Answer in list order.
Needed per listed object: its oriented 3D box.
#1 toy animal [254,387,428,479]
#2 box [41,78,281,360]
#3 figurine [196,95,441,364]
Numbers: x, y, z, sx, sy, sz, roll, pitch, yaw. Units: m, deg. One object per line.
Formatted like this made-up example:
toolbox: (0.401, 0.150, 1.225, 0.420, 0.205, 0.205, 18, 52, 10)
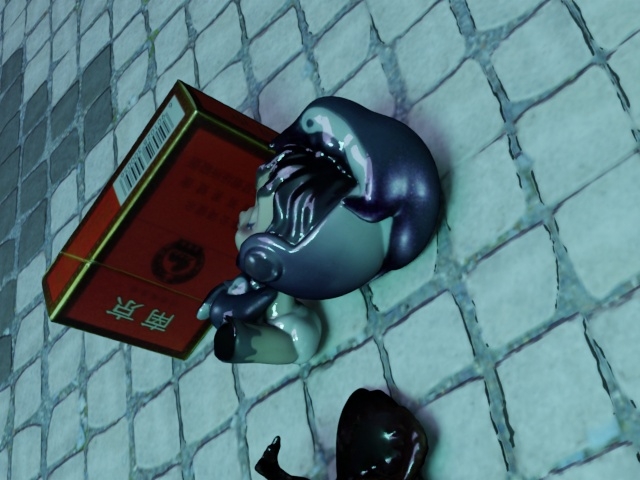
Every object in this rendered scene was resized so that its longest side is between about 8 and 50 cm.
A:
toy animal: (0.026, 0.203, 0.615, 0.179, 0.116, 0.219, 14, 51, 24)
box: (-0.128, -0.010, 0.826, 0.240, 0.153, 0.074, -51, 45, 17)
figurine: (0.000, 0.000, 0.706, 0.222, 0.145, 0.145, -62, 38, 20)
